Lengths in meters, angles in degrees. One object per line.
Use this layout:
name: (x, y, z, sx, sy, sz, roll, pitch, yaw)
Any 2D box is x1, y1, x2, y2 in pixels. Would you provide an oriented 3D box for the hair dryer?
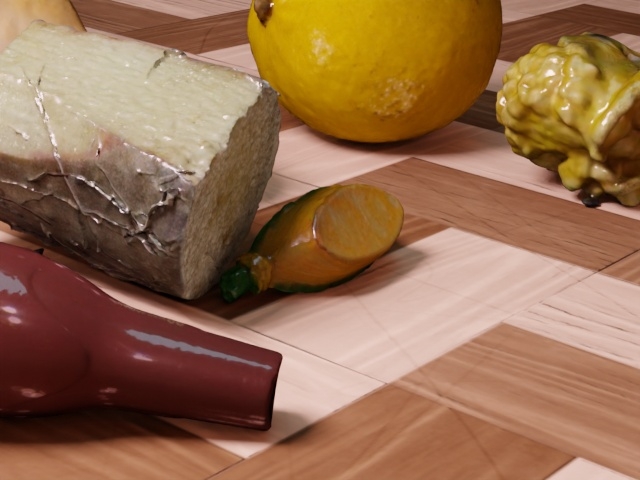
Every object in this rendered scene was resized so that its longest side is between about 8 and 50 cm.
hair dryer: (-0.194, 0.054, 1.151, 0.312, 0.123, 0.340, 12, 9, -7)

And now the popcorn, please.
popcorn: (0.296, -0.130, 1.577, 0.218, 0.169, 0.189, 10, 18, -41)

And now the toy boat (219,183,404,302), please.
toy boat: (0.000, 0.000, 1.326, 0.088, 0.089, 0.229, -29, -3, 37)

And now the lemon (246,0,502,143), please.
lemon: (0.067, -0.251, 1.711, 0.297, 0.297, 0.297, 3, 20, -1)

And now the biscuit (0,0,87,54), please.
biscuit: (-0.495, -0.293, 1.626, 0.429, 0.446, 0.104, -30, 9, -36)

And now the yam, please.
yam: (-0.187, -0.070, 1.286, 0.271, 0.201, 0.202, 23, 46, 16)
